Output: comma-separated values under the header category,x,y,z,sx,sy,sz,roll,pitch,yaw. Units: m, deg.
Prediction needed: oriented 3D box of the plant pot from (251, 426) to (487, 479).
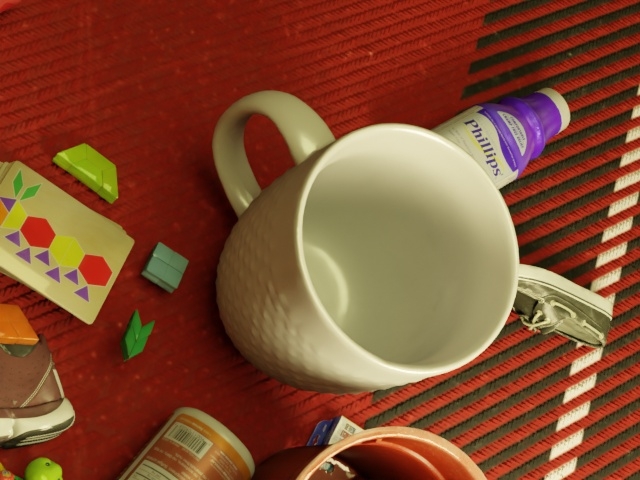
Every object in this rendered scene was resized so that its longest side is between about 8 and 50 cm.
category,x,y,z,sx,sy,sz,roll,pitch,yaw
plant pot,0.026,0.338,1.542,0.272,0.265,0.272,2,85,-22

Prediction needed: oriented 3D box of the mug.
category,x,y,z,sx,sy,sz,roll,pitch,yaw
mug,0.000,0.000,1.590,0.276,0.328,0.374,-32,93,-30

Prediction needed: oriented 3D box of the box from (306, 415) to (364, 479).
category,x,y,z,sx,sy,sz,roll,pitch,yaw
box,0.045,0.280,1.718,0.136,0.028,0.081,36,65,-17

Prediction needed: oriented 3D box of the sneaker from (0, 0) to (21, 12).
category,x,y,z,sx,sy,sz,roll,pitch,yaw
sneaker,-0.427,-0.212,1.575,0.221,0.087,0.128,-25,98,-18

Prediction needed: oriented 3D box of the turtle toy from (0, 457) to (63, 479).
category,x,y,z,sx,sy,sz,roll,pitch,yaw
turtle toy,-0.339,0.284,1.496,0.130,0.066,0.095,-36,95,-29

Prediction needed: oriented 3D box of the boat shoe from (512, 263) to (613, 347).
category,x,y,z,sx,sy,sz,roll,pitch,yaw
boat shoe,0.308,0.089,1.871,0.219,0.078,0.070,21,68,-23

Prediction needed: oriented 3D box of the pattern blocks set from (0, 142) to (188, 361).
category,x,y,z,sx,sy,sz,roll,pitch,yaw
pattern blocks set,-0.312,0.000,1.565,0.325,0.026,0.285,41,47,-10

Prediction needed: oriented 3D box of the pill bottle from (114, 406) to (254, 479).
category,x,y,z,sx,sy,sz,roll,pitch,yaw
pill bottle,-0.181,0.302,1.542,0.121,0.121,0.216,46,63,-10

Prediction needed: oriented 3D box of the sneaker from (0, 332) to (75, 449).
category,x,y,z,sx,sy,sz,roll,pitch,yaw
sneaker,-0.413,0.153,1.482,0.281,0.106,0.162,-4,73,-37

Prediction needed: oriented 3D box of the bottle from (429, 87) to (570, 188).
category,x,y,z,sx,sy,sz,roll,pitch,yaw
bottle,0.222,-0.124,1.869,0.283,0.092,0.118,-29,91,-30
